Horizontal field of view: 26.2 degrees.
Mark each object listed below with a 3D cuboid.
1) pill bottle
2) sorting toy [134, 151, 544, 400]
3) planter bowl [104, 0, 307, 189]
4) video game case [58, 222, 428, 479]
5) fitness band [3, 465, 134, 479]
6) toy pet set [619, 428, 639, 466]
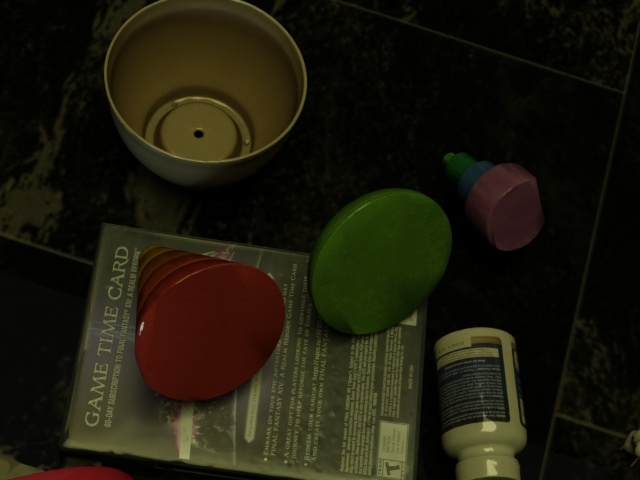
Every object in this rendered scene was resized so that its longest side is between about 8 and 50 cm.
[{"bbox_3d":[0.126,0.134,1.080,0.067,0.067,0.120,1,63,-8],"label":"pill bottle"},{"bbox_3d":[0.000,0.000,1.101,0.366,0.127,0.126,-21,38,-21],"label":"sorting toy"},{"bbox_3d":[-0.098,-0.109,1.144,0.162,0.109,0.162,3,63,-7],"label":"planter bowl"},{"bbox_3d":[-0.054,0.095,1.096,0.274,0.026,0.196,8,62,-4],"label":"video game case"},{"bbox_3d":[-0.235,0.229,0.876,0.291,0.209,0.054,-8,51,-42],"label":"fitness band"},{"bbox_3d":[0.292,0.201,1.090,0.122,0.065,0.114,29,28,3],"label":"toy pet set"}]
